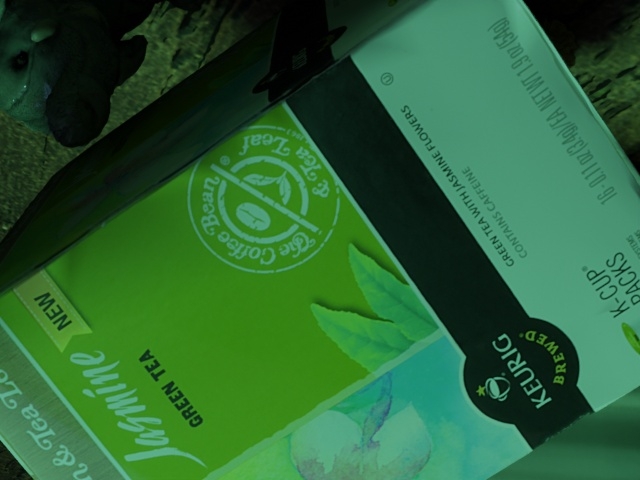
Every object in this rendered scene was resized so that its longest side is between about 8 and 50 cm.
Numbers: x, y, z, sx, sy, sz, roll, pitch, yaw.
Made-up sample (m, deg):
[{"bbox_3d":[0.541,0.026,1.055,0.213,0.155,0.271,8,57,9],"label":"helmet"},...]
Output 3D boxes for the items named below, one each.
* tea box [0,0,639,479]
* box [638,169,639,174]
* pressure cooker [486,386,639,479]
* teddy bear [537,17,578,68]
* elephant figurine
[{"bbox_3d":[0.000,0.000,0.756,0.323,0.329,0.220,-35,104,9],"label":"tea box"},{"bbox_3d":[0.391,-0.073,0.748,0.381,0.191,0.143,18,154,1],"label":"box"},{"bbox_3d":[0.310,0.167,1.010,0.420,0.370,0.375,-3,121,41],"label":"pressure cooker"},{"bbox_3d":[0.086,-0.057,1.042,0.245,0.113,0.338,25,153,-20],"label":"teddy bear"},{"bbox_3d":[-0.183,-0.139,0.893,0.169,0.239,0.186,13,153,8],"label":"elephant figurine"}]
